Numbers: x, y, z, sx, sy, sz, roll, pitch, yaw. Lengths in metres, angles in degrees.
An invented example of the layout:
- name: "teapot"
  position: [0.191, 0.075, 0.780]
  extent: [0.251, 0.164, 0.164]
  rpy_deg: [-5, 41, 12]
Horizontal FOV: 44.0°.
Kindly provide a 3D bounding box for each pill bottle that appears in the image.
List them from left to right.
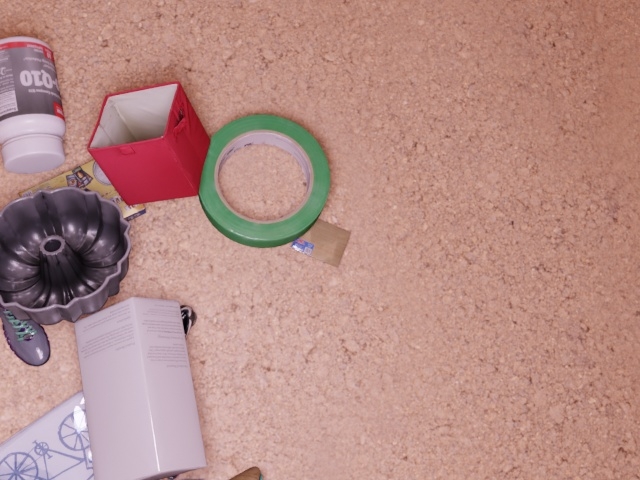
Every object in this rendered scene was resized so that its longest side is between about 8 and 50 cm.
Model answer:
- name: "pill bottle"
  position: [-0.682, -0.310, 1.835]
  extent: [0.161, 0.161, 0.283]
  rpy_deg: [-11, 79, -12]

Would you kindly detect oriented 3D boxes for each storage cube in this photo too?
- name: "storage cube"
  position: [-0.379, -0.216, 1.791]
  extent: [0.214, 0.193, 0.184]
  rpy_deg: [-7, 50, 15]

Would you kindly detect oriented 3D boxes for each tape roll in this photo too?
- name: "tape roll"
  position: [-0.138, -0.144, 1.926]
  extent: [0.321, 0.077, 0.322]
  rpy_deg: [2, 74, -8]

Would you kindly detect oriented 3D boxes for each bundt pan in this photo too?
- name: "bundt pan"
  position: [-0.561, 0.045, 1.703]
  extent: [0.330, 0.124, 0.331]
  rpy_deg: [0, 53, 0]

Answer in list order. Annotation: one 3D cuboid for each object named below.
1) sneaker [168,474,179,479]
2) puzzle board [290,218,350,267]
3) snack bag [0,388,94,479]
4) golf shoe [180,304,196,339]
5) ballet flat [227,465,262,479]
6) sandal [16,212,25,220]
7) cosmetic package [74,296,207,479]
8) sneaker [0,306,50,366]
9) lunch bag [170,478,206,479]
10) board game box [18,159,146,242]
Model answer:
- name: "sneaker"
  position: [-0.318, 0.472, 1.760]
  extent: [0.047, 0.057, 0.119]
  rpy_deg: [17, 75, -7]
- name: "puzzle board"
  position: [0.000, 0.000, 1.955]
  extent: [0.128, 0.011, 0.096]
  rpy_deg: [23, 75, -3]
- name: "snack bag"
  position: [-0.549, 0.546, 1.714]
  extent: [0.323, 0.037, 0.343]
  rpy_deg: [-35, 87, -15]
- name: "golf shoe"
  position: [-0.350, 0.233, 1.795]
  extent: [0.077, 0.094, 0.198]
  rpy_deg: [25, 75, -4]
- name: "ballet flat"
  position: [-0.236, 0.621, 1.677]
  extent: [0.124, 0.116, 0.343]
  rpy_deg: [32, 61, -15]
- name: "sandal"
  position: [-0.735, 0.007, 1.790]
  extent: [0.240, 0.088, 0.079]
  rpy_deg: [-38, 113, -3]
- name: "cosmetic package"
  position: [-0.386, 0.323, 1.676]
  extent: [0.196, 0.155, 0.366]
  rpy_deg: [-21, 72, 29]
- name: "sneaker"
  position: [-0.675, 0.177, 1.749]
  extent: [0.083, 0.098, 0.224]
  rpy_deg: [-30, 83, -15]
- name: "lunch bag"
  position: [-0.296, 0.562, 1.745]
  extent: [0.083, 0.053, 0.071]
  rpy_deg: [1, 78, -19]
- name: "board game box"
  position: [-0.558, -0.087, 1.863]
  extent: [0.243, 0.042, 0.165]
  rpy_deg: [-27, 82, -15]
